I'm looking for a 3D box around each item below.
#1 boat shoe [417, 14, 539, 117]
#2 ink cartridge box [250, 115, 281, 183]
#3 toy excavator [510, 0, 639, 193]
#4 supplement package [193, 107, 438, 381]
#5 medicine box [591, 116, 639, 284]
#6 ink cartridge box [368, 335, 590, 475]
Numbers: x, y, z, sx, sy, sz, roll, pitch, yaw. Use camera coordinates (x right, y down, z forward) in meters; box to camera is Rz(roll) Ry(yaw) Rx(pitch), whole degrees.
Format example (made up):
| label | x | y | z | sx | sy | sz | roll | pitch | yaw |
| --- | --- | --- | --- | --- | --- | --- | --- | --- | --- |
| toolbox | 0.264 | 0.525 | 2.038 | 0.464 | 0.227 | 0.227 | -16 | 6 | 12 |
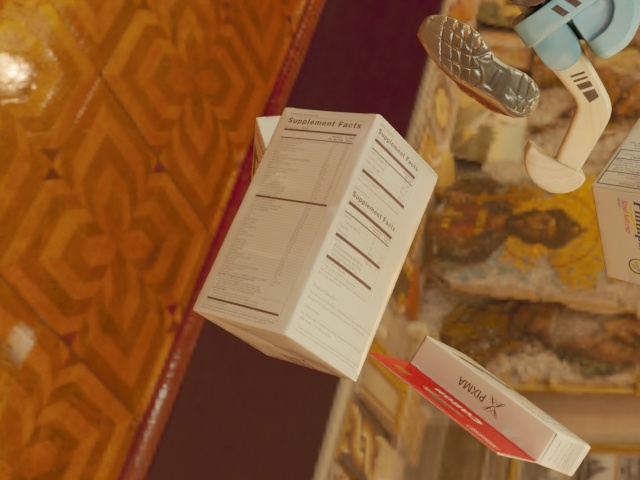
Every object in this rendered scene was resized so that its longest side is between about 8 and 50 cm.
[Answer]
| label | x | y | z | sx | sy | sz | roll | pitch | yaw |
| --- | --- | --- | --- | --- | --- | --- | --- | --- | --- |
| boat shoe | 0.343 | -0.382 | 2.252 | 0.324 | 0.116 | 0.123 | 39 | 81 | -11 |
| ink cartridge box | -0.065 | -0.097 | 1.609 | 0.127 | 0.072 | 0.175 | -109 | -160 | -45 |
| toy excavator | 0.495 | -0.370 | 1.917 | 0.445 | 0.433 | 0.222 | 52 | 18 | -6 |
| supplement package | 0.000 | 0.000 | 1.042 | 0.134 | 0.139 | 0.244 | 39 | 69 | -46 |
| medicine box | 0.723 | -0.092 | 2.133 | 0.289 | 0.149 | 0.264 | -47 | 133 | -31 |
| ink cartridge box | 0.254 | 0.253 | 1.591 | 0.261 | 0.296 | 0.066 | 27 | 96 | -49 |
